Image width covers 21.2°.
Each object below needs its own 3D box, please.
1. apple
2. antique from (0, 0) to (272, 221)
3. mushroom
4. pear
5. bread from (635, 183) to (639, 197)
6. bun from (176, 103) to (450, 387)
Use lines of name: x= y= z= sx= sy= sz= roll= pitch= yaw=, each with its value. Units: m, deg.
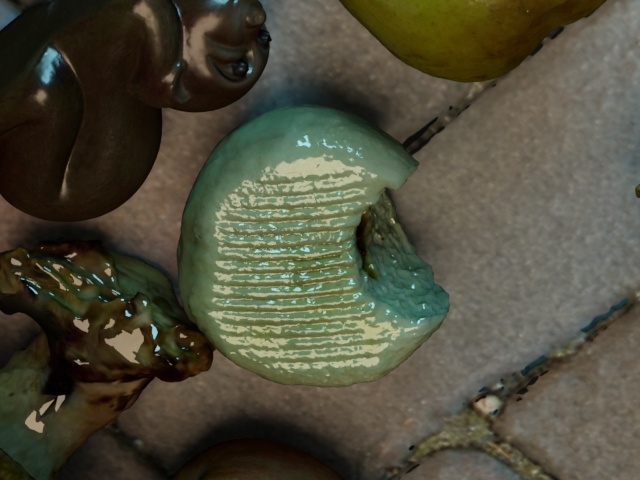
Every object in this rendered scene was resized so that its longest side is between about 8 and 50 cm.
apple: x=-0.052 y=0.254 z=1.368 sx=0.174 sy=0.188 sz=0.188 roll=38 pitch=116 yaw=-12
antique: x=-0.143 y=-0.108 z=1.194 sx=0.257 sy=0.121 sz=0.143 roll=-37 pitch=120 yaw=23
mushroom: x=-0.287 y=0.180 z=1.337 sx=0.331 sy=0.356 sz=0.334 roll=22 pitch=151 yaw=-1
pear: x=0.093 y=-0.198 z=1.085 sx=0.200 sy=0.200 sz=0.200 roll=2 pitch=121 yaw=3
bread: x=0.367 y=0.005 z=1.193 sx=0.196 sy=0.238 sz=0.252 roll=-1 pitch=128 yaw=53
bun: x=0.000 y=0.000 z=1.245 sx=0.203 sy=0.126 sz=0.213 roll=16 pitch=113 yaw=-6
